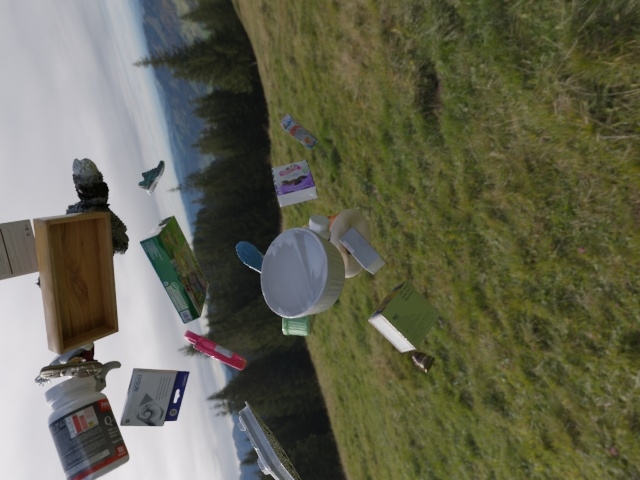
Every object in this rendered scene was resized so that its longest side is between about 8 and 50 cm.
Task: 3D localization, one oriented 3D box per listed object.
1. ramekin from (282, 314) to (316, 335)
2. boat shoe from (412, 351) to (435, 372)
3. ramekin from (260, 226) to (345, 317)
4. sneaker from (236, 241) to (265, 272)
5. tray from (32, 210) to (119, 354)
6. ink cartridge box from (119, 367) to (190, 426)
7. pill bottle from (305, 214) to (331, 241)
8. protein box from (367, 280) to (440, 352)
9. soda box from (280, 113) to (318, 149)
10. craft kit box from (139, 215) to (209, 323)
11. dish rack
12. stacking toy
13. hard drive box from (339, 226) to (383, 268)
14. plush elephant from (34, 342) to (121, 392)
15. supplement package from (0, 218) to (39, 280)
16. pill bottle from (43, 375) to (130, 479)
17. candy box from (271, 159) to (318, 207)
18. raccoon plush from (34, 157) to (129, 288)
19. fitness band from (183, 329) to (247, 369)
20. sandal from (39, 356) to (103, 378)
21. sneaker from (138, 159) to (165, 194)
[{"bbox_3d":[-0.109,0.404,2.463,0.303,0.148,0.304,8,-90,-82],"label":"ramekin"},{"bbox_3d":[0.380,0.443,1.576,0.060,0.064,0.178,27,169,30],"label":"boat shoe"},{"bbox_3d":[-0.045,0.102,1.295,0.272,0.127,0.273,-11,73,39],"label":"ramekin"},{"bbox_3d":[-0.280,0.093,1.891,0.228,0.087,0.092,40,168,-6],"label":"sneaker"},{"bbox_3d":[-0.761,0.124,1.346,0.076,0.202,0.412,9,104,27],"label":"tray"},{"bbox_3d":[-0.644,0.618,1.676,0.045,0.223,0.224,18,94,59],"label":"ink cartridge box"},{"bbox_3d":[-0.016,-0.004,1.683,0.108,0.107,0.180,-122,37,-50],"label":"pill bottle"},{"bbox_3d":[0.349,0.321,1.790,0.201,0.200,0.136,44,153,1],"label":"protein box"},{"bbox_3d":[-0.091,-0.473,1.859,0.183,0.058,0.063,27,-156,-48],"label":"soda box"},{"bbox_3d":[-0.399,0.073,1.202,0.247,0.060,0.250,-130,17,-71],"label":"craft kit box"},{"bbox_3d":[-0.172,0.734,1.467,0.285,0.072,0.333,40,157,48],"label":"dish rack"},{"bbox_3d":[0.000,0.000,2.283,0.479,0.350,0.351,5,114,40],"label":"stacking toy"},{"bbox_3d":[0.196,0.049,1.940,0.181,0.089,0.232,49,-176,19],"label":"hard drive box"},{"bbox_3d":[-0.995,0.549,1.827,0.255,0.330,0.271,46,169,-19],"label":"plush elephant"},{"bbox_3d":[-1.059,0.050,1.316,0.177,0.292,0.176,-4,99,46],"label":"supplement package"},{"bbox_3d":[-0.871,0.697,1.579,0.363,0.210,0.210,61,163,14],"label":"pill bottle"},{"bbox_3d":[-0.113,-0.247,1.828,0.070,0.164,0.196,76,178,-47],"label":"candy box"},{"bbox_3d":[-0.860,-0.023,1.457,0.299,0.215,0.447,-70,-22,-51],"label":"raccoon plush"},{"bbox_3d":[-0.443,0.459,1.790,0.054,0.290,0.209,-63,3,-18],"label":"fitness band"},{"bbox_3d":[-0.773,0.393,1.334,0.072,0.180,0.049,-52,50,26],"label":"sandal"},{"bbox_3d":[-0.737,-0.283,1.859,0.167,0.076,0.065,-56,28,12],"label":"sneaker"}]
